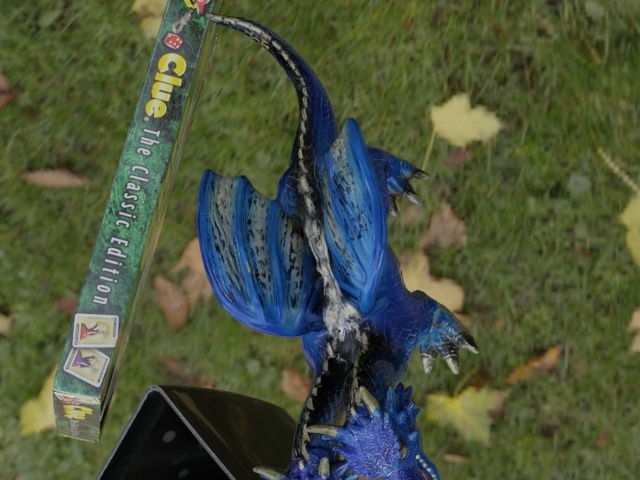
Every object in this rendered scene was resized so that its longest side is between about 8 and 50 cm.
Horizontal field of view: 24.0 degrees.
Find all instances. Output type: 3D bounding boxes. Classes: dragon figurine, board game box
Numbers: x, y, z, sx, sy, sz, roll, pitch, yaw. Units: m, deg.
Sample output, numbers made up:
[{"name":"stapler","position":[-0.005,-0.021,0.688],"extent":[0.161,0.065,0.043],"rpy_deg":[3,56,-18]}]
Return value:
[{"name":"dragon figurine","position":[0.000,0.000,0.687],"extent":[0.085,0.144,0.289],"rpy_deg":[-19,77,16]},{"name":"board game box","position":[-0.097,-0.025,0.825],"extent":[0.030,0.259,0.136],"rpy_deg":[15,162,-1]}]

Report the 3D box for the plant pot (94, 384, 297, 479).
[{"name":"plant pot","position":[-0.081,0.248,1.367],"extent":[0.187,0.167,0.188],"rpy_deg":[46,119,27]}]
